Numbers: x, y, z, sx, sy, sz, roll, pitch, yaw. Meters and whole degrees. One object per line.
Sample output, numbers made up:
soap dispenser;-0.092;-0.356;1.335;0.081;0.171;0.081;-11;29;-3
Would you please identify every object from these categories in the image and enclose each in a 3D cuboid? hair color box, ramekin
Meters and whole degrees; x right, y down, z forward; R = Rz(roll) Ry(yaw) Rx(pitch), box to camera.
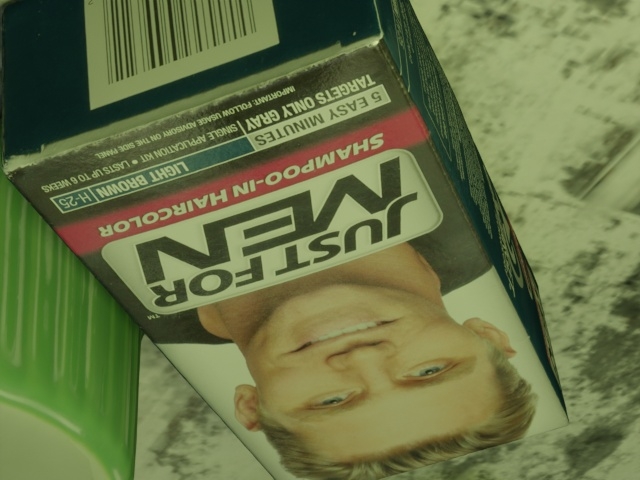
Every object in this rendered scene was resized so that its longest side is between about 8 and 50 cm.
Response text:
hair color box;0.000;0.000;0.748;0.174;0.105;0.347;-18;143;12
ramekin;-0.235;0.079;0.766;0.303;0.148;0.303;-6;143;-4
